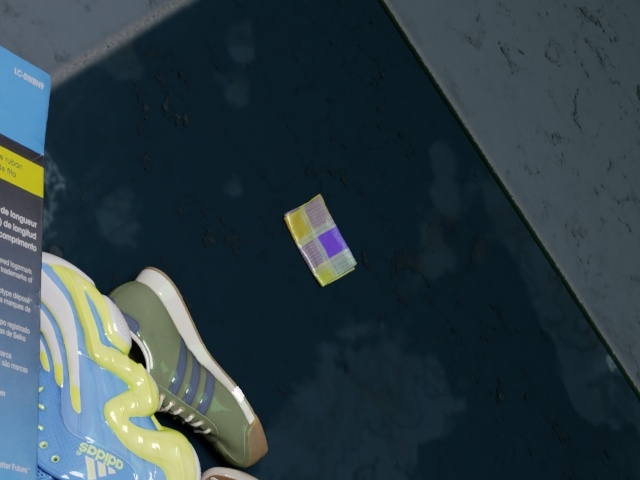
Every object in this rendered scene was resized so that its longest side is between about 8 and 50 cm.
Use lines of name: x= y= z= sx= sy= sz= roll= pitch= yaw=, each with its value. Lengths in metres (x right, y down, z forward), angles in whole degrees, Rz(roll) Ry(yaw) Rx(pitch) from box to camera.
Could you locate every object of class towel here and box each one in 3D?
towel: x=0.000 y=0.000 z=1.320 sx=0.060 sy=0.009 sz=0.083 roll=-27 pitch=91 yaw=-45

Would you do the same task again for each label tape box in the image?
label tape box: x=-0.307 y=0.002 z=0.930 sx=0.241 sy=0.106 sz=0.333 roll=31 pitch=52 yaw=-56

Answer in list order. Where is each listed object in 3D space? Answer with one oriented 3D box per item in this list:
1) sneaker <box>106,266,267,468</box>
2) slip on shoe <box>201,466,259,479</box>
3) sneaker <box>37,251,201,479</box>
sneaker: x=-0.128 y=0.123 z=1.124 sx=0.086 sy=0.064 sz=0.192 roll=-34 pitch=96 yaw=-36
slip on shoe: x=-0.050 y=0.231 z=1.161 sx=0.135 sy=0.051 sz=0.041 roll=29 pitch=16 yaw=-21
sneaker: x=-0.195 y=0.122 z=1.027 sx=0.126 sy=0.091 sz=0.240 roll=-30 pitch=80 yaw=-43
